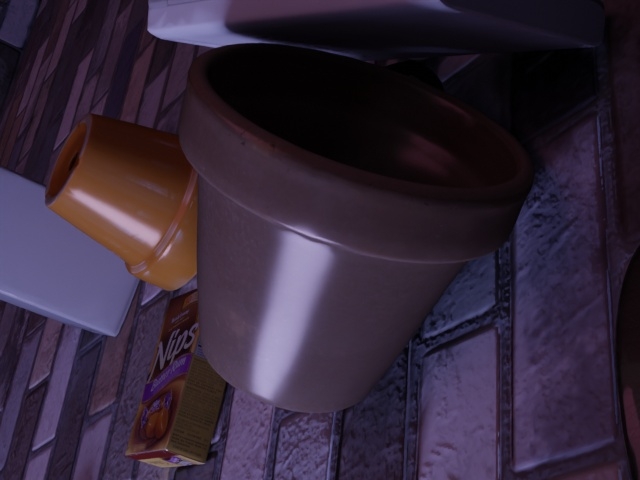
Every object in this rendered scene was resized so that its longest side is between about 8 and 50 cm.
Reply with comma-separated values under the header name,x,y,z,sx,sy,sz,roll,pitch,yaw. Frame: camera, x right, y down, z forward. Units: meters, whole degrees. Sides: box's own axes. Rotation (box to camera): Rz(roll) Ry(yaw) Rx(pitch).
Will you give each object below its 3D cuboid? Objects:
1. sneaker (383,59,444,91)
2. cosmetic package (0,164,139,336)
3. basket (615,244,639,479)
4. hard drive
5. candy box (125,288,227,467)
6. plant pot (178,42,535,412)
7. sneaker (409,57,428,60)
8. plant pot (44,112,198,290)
name,x,y,z,sx,sy,sz,roll,pitch,yaw
sneaker,0.012,-0.055,0.943,0.271,0.100,0.108,-53,12,14
cosmetic package,-0.489,-0.023,1.407,0.230,0.453,0.161,-1,67,61
basket,0.250,0.050,0.377,0.227,0.154,0.204,-28,45,45
hard drive,0.036,-0.175,0.805,0.307,0.203,0.040,6,94,45
candy box,-0.145,0.146,1.097,0.109,0.053,0.187,-23,47,54
plant pot,0.000,0.000,0.785,0.263,0.263,0.229,-115,39,-57
sneaker,0.058,-0.246,0.989,0.321,0.126,0.127,-8,55,57
plant pot,-0.235,-0.064,1.285,0.205,0.188,0.205,-41,35,38
